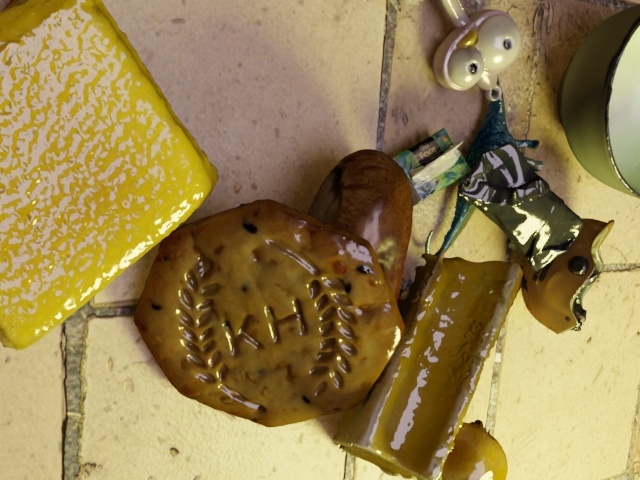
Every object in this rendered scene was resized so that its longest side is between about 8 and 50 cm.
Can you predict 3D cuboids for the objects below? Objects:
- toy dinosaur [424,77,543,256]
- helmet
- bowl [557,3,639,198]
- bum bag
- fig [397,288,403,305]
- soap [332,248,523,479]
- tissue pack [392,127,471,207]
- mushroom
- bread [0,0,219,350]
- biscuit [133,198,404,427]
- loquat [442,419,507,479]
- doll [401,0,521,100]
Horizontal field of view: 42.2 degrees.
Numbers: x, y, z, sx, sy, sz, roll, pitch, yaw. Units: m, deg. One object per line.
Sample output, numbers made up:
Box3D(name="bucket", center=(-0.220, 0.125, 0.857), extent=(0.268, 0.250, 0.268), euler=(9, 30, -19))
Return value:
Box3D(name="toy dinosaur", center=(0.287, -0.123, 1.391), extent=(0.147, 0.076, 0.363), euler=(20, 89, -12))
Box3D(name="helmet", center=(0.433, 0.054, 1.487), extent=(0.198, 0.130, 0.224), euler=(1, 106, -69))
Box3D(name="bowl", center=(0.550, -0.252, 1.473), extent=(0.354, 0.185, 0.353), euler=(-9, 106, -33))
Box3D(name="bum bag", center=(0.329, -0.051, 1.346), extent=(0.123, 0.060, 0.248), euler=(-45, 125, 11))
Box3D(name="fig", center=(0.164, 0.145, 1.323), extent=(0.201, 0.146, 0.134), euler=(18, 132, -43))
Box3D(name="soap", center=(0.156, 0.189, 1.275), extent=(0.169, 0.304, 0.338), euler=(26, 75, -2))
Box3D(name="tissue pack", center=(0.171, -0.116, 1.294), extent=(0.111, 0.079, 0.085), euler=(-31, 87, -25))
Box3D(name="mushroom", center=(0.036, -0.010, 1.180), extent=(0.254, 0.267, 0.267), euler=(35, 79, -3))
Box3D(name="bread", center=(-0.320, -0.088, 0.935), extent=(0.333, 0.143, 0.323), euler=(-41, 122, -20))
Box3D(name="biscuit", center=(-0.070, 0.109, 1.089), extent=(0.359, 0.046, 0.359), euler=(3, 119, 5))
Box3D(name="loquat", center=(0.255, 0.392, 1.453), extent=(0.163, 0.137, 0.163), euler=(1, 87, -21))
Box3D(name="doll", center=(0.203, -0.360, 1.259), extent=(0.160, 0.094, 0.365), euler=(-45, 124, -14))
